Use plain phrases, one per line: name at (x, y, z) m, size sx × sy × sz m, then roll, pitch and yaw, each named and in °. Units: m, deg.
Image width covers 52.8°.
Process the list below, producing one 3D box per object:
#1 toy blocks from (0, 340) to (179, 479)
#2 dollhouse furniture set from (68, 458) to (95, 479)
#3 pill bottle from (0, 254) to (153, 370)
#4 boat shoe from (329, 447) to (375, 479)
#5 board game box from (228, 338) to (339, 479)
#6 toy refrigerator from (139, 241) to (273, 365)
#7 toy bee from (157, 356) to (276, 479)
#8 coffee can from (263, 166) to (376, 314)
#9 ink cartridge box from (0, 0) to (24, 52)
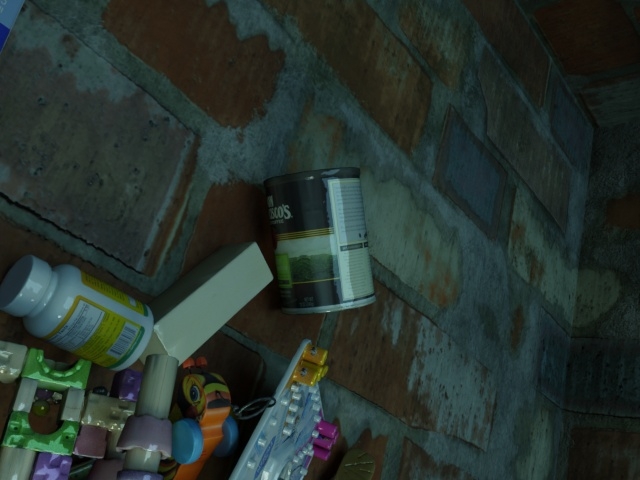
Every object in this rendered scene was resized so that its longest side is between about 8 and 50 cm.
toy blocks at (-0.362, 0.273, 0.804) m, size 0.288 × 0.309 × 0.260 m, roll 20°, pitch 59°, yaw -27°
dollhouse furniture set at (-0.366, 0.423, 0.933) m, size 0.181 × 0.101 × 0.161 m, roll -13°, pitch 102°, yaw -40°
pill bottle at (-0.367, 0.107, 0.972) m, size 0.208 × 0.117 × 0.118 m, roll 38°, pitch 58°, yaw -39°
boat shoe at (0.032, 0.574, 1.369) m, size 0.277 × 0.098 × 0.096 m, roll -45°, pitch 160°, yaw -46°
board game box at (-0.071, 0.435, 1.165) m, size 0.390 × 0.050 × 0.390 m, roll 83°, pitch 30°, yaw -50°
toy refrigerator at (-0.211, 0.112, 1.156) m, size 0.269 × 0.102 × 0.094 m, roll -44°, pitch 117°, yaw -43°
toy bee at (-0.195, 0.285, 1.076) m, size 0.162 × 0.298 × 0.195 m, roll 60°, pitch 12°, yaw 31°
coffee can at (0.000, 0.000, 1.331) m, size 0.201 × 0.201 × 0.276 m, roll -9°, pitch 91°, yaw -48°
ink cartridge box at (-0.470, -0.326, 0.800) m, size 0.151 × 0.269 × 0.396 m, roll 28°, pitch 64°, yaw -40°
